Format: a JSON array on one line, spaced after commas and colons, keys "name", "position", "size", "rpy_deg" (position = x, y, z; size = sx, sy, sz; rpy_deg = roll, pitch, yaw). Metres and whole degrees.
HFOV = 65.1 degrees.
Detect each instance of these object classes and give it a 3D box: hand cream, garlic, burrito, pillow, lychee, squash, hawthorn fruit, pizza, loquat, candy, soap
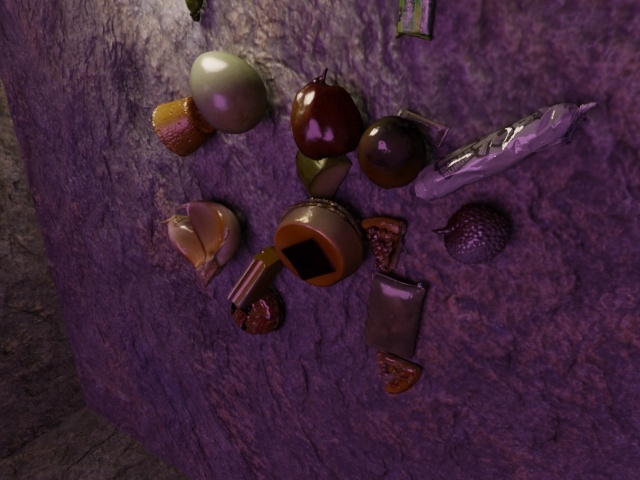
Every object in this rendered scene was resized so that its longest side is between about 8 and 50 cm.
[{"name": "hand cream", "position": [0.270, -0.306, 1.337], "size": [0.143, 0.039, 0.061], "rpy_deg": [31, 121, 11]}, {"name": "garlic", "position": [-0.438, -0.007, 1.893], "size": [0.313, 0.249, 0.286], "rpy_deg": [54, 151, 30]}, {"name": "burrito", "position": [0.429, -0.213, 1.193], "size": [0.445, 0.139, 0.101], "rpy_deg": [-25, 90, 37]}, {"name": "pillow", "position": [0.227, 0.238, 1.593], "size": [0.184, 0.075, 0.303], "rpy_deg": [17, 123, 20]}, {"name": "lychee", "position": [0.389, -0.018, 1.293], "size": [0.197, 0.165, 0.165], "rpy_deg": [11, 123, -6]}, {"name": "squash", "position": [-0.024, -0.218, 1.562], "size": [0.184, 0.085, 0.192], "rpy_deg": [41, 128, 13]}, {"name": "hawthorn fruit", "position": [0.016, -0.352, 1.405], "size": [0.207, 0.208, 0.249], "rpy_deg": [1, 98, 36]}, {"name": "pizza", "position": [0.189, 0.021, 1.524], "size": [0.153, 0.069, 0.194], "rpy_deg": [5, 114, 36]}, {"name": "loquat", "position": [0.186, -0.230, 1.315], "size": [0.179, 0.179, 0.227], "rpy_deg": [27, 168, 25]}, {"name": "pizza", "position": [0.250, 0.431, 1.695], "size": [0.184, 0.036, 0.176], "rpy_deg": [-38, 86, 41]}, {"name": "squash", "position": [-0.393, -0.847, 1.553], "size": [0.071, 0.080, 0.319], "rpy_deg": [1, 119, -5]}, {"name": "candy", "position": [0.237, -0.586, 1.228], "size": [0.102, 0.032, 0.179], "rpy_deg": [14, 117, 27]}, {"name": "soap", "position": [-0.221, 0.126, 1.785], "size": [0.073, 0.140, 0.232], "rpy_deg": [39, 105, 13]}]

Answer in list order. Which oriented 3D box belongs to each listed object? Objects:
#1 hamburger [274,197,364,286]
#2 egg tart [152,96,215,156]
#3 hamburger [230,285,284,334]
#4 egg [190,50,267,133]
[{"name": "hamburger", "position": [0.000, 0.000, 1.581], "size": [0.299, 0.176, 0.301], "rpy_deg": [19, 132, 23]}, {"name": "egg tart", "position": [-0.463, -0.410, 1.746], "size": [0.147, 0.202, 0.203], "rpy_deg": [-21, 98, 27]}, {"name": "hamburger", "position": [-0.240, 0.269, 1.945], "size": [0.230, 0.106, 0.231], "rpy_deg": [11, 109, 33]}, {"name": "egg", "position": [-0.292, -0.468, 1.562], "size": [0.296, 0.218, 0.218], "rpy_deg": [54, 133, 21]}]
